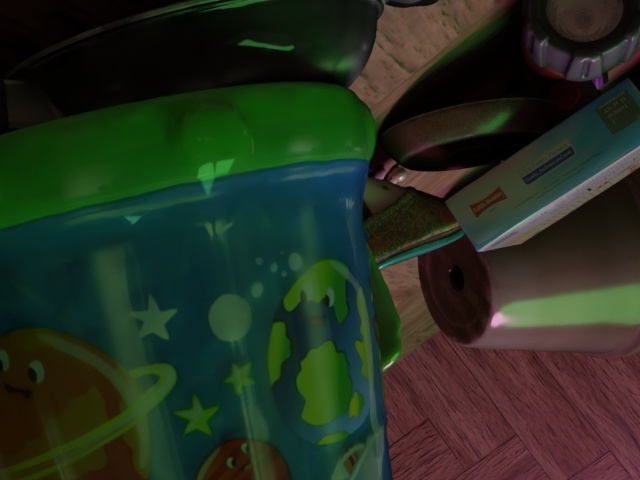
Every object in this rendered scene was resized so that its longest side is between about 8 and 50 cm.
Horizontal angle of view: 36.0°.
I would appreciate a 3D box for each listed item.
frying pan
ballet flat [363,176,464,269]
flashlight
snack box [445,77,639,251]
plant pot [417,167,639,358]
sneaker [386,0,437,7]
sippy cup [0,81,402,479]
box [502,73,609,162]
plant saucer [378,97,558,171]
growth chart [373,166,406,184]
[{"bbox_3d":[-0.089,-0.072,0.430,0.197,0.053,0.326,-16,180,28],"label":"frying pan"},{"bbox_3d":[0.000,0.000,0.879,0.349,0.123,0.123,-26,163,-35],"label":"ballet flat"},{"bbox_3d":[0.237,-0.163,0.926,0.103,0.103,0.304,-34,165,4],"label":"flashlight"},{"bbox_3d":[0.245,-0.066,0.981,0.187,0.060,0.322,-34,171,16],"label":"snack box"},{"bbox_3d":[0.301,0.025,1.368,0.280,0.323,0.323,-10,156,-23],"label":"plant pot"},{"bbox_3d":[0.013,-0.153,0.540,0.078,0.067,0.188,-20,-179,40],"label":"sneaker"},{"bbox_3d":[-0.067,0.065,0.467,0.306,0.224,0.240,-14,179,-21],"label":"sippy cup"},{"bbox_3d":[0.262,-0.159,1.150,0.162,0.029,0.116,-40,165,9],"label":"box"},{"bbox_3d":[0.139,-0.094,0.918,0.169,0.029,0.168,-7,171,-1],"label":"plant saucer"},{"bbox_3d":[-0.021,0.000,1.011,0.237,0.021,0.172,-27,164,-40],"label":"growth chart"}]
